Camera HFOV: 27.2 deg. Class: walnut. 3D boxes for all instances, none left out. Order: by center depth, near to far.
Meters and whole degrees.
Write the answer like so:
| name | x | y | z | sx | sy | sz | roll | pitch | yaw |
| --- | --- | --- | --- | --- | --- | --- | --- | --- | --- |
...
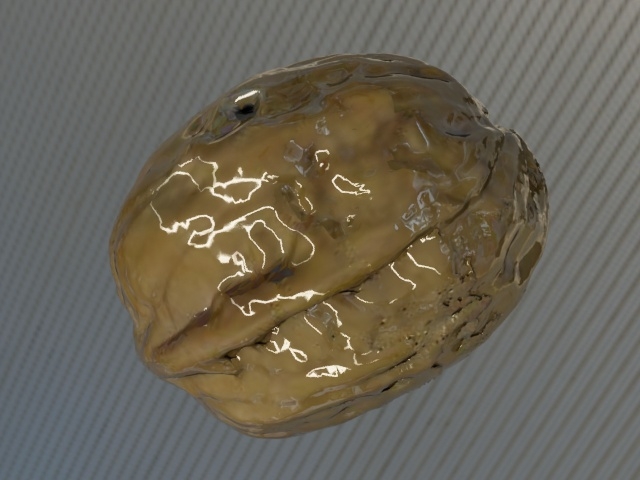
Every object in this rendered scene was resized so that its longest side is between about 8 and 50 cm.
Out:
| name | x | y | z | sx | sy | sz | roll | pitch | yaw |
| --- | --- | --- | --- | --- | --- | --- | --- | --- | --- |
| walnut | 0.000 | 0.000 | 0.722 | 0.245 | 0.198 | 0.198 | -33 | 78 | 7 |
